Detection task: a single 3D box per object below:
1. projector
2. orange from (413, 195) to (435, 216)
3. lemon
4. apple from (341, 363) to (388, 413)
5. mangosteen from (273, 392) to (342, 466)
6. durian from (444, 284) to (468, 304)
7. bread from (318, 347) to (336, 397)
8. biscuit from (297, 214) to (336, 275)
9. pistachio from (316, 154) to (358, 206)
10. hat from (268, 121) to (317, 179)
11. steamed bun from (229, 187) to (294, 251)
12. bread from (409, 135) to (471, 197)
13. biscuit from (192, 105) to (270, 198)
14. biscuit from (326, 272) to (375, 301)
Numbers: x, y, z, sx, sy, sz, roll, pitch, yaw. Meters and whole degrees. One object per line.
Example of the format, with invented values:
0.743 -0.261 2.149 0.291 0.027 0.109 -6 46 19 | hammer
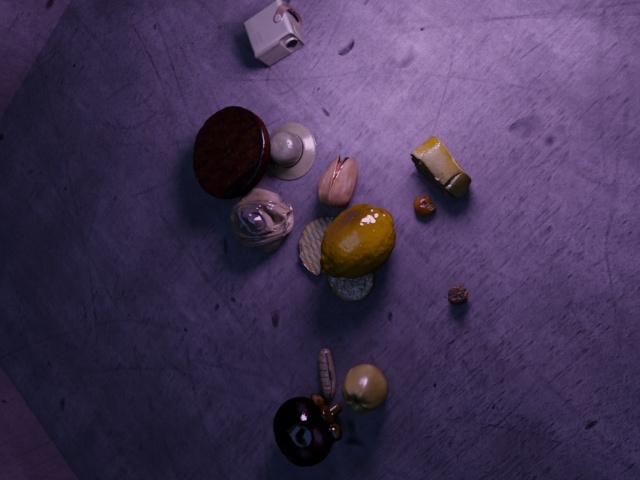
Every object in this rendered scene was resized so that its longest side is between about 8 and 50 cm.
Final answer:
-0.192 -0.905 1.911 0.242 0.163 0.177 -24 84 20 | projector
0.411 -0.137 1.751 0.086 0.062 0.086 0 91 22 | orange
0.148 0.009 1.733 0.285 0.285 0.316 28 109 17 | lemon
0.176 0.598 1.777 0.199 0.200 0.200 0 90 20 | apple
-0.043 0.775 1.835 0.302 0.275 0.275 -28 79 -17 | mangosteen
0.527 0.211 1.705 0.091 0.080 0.080 -8 87 22 | durian
0.029 0.574 1.894 0.073 0.053 0.215 -7 88 16 | bread
0.000 0.000 1.911 0.187 0.036 0.274 41 103 15 | biscuit
0.072 -0.246 1.826 0.157 0.157 0.230 17 84 19 | pistachio
-0.154 -0.402 1.916 0.257 0.130 0.257 0 89 20 | hat
-0.275 -0.085 1.920 0.268 0.207 0.280 42 105 14 | steamed bun
0.461 -0.270 1.670 0.124 0.186 0.257 -42 85 11 | bread
-0.389 -0.380 1.931 0.407 0.091 0.408 -2 86 27 | biscuit
0.125 0.153 1.868 0.219 0.033 0.220 -1 87 21 | biscuit
